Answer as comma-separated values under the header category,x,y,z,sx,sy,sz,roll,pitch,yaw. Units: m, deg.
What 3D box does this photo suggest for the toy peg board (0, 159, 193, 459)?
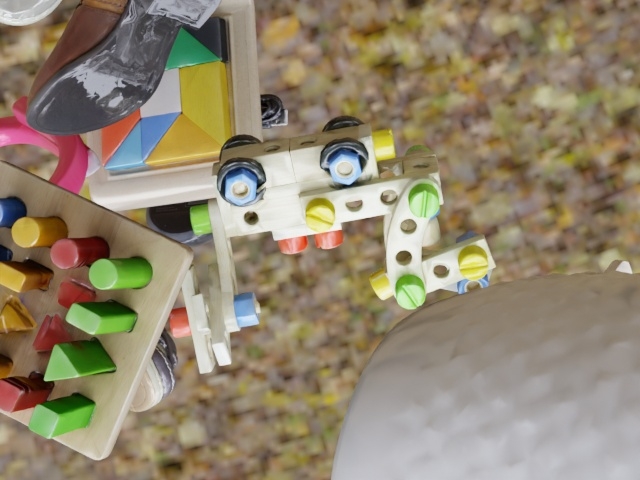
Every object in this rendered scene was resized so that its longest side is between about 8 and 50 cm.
category,x,y,z,sx,sy,sz,roll,pitch,yaw
toy peg board,-0.196,0.047,1.202,0.161,0.161,0.079,-67,167,6

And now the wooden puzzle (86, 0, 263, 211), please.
category,x,y,z,sx,sy,sz,roll,pitch,yaw
wooden puzzle,-0.174,-0.163,2.015,0.221,0.238,0.044,-7,176,21

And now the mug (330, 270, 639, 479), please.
category,x,y,z,sx,sy,sz,roll,pitch,yaw
mug,0.205,0.154,0.999,0.328,0.276,0.374,11,-178,25

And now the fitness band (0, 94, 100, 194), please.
category,x,y,z,sx,sy,sz,roll,pitch,yaw
fitness band,-0.355,-0.059,1.903,0.209,0.291,0.054,-40,124,-14

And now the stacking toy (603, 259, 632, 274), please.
category,x,y,z,sx,sy,sz,roll,pitch,yaw
stacking toy,0.270,0.188,1.731,0.279,0.309,0.130,-32,-167,-13

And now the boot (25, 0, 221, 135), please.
category,x,y,z,sx,sy,sz,roll,pitch,yaw
boot,-0.214,-0.269,1.693,0.096,0.280,0.264,14,131,-37

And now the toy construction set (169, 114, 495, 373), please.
category,x,y,z,sx,sy,sz,roll,pitch,yaw
toy construction set,0.000,0.000,1.720,0.328,0.151,0.215,-17,116,-8

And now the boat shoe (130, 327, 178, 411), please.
category,x,y,z,sx,sy,sz,roll,pitch,yaw
boat shoe,-0.212,0.133,2.047,0.092,0.102,0.285,-22,-174,-19

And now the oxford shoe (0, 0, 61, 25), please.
category,x,y,z,sx,sy,sz,roll,pitch,yaw
oxford shoe,-0.295,-0.462,2.005,0.169,0.130,0.449,20,92,-20

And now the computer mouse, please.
category,x,y,z,sx,sy,sz,roll,pitch,yaw
computer mouse,-0.153,-0.084,2.415,0.189,0.272,0.072,-1,139,18
